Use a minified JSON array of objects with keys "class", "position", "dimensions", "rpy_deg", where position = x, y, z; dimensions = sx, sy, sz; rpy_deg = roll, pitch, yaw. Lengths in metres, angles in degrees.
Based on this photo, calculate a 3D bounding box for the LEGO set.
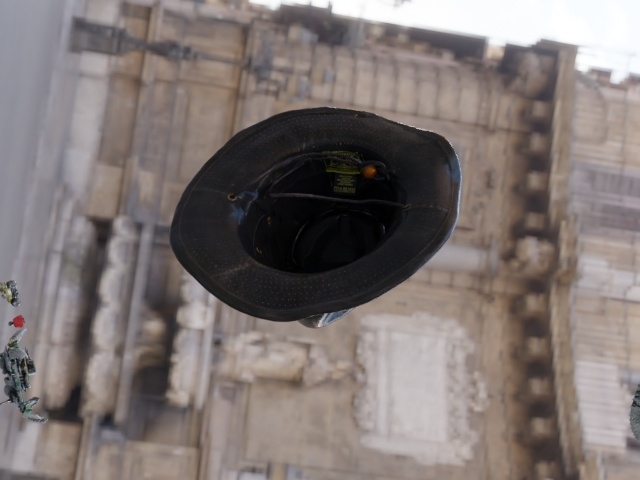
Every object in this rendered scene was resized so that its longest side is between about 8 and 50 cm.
[{"class":"LEGO set","position":[-0.174,0.064,0.651],"dimensions":[0.054,0.023,0.083],"rpy_deg":[99,-27,-55]}]

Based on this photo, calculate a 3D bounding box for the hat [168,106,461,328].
[{"class":"hat","position":[0.000,0.000,1.229],"dimensions":[0.331,0.331,0.134],"rpy_deg":[-92,176,-49]}]

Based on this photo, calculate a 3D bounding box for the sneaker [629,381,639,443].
[{"class":"sneaker","position":[0.564,0.169,1.740],"dimensions":[0.102,0.146,0.293],"rpy_deg":[33,-68,35]}]
